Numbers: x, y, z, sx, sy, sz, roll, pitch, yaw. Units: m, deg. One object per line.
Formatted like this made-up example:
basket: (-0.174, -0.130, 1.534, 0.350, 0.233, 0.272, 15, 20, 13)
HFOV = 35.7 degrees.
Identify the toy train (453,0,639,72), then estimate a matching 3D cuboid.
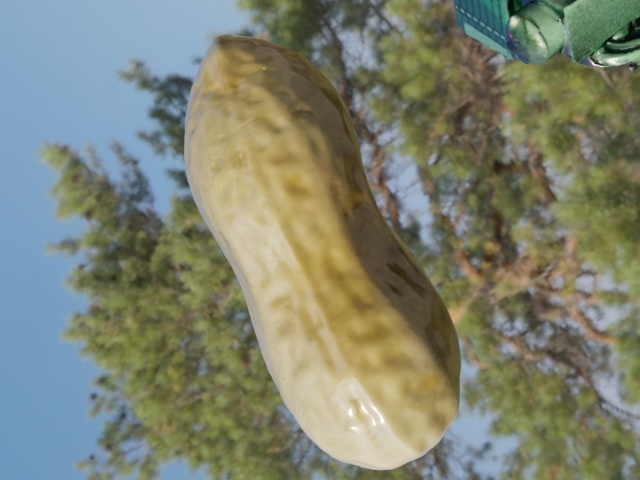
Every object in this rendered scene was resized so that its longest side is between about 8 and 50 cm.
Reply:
toy train: (0.217, -0.214, 0.702, 0.154, 0.269, 0.115, 41, 164, 42)

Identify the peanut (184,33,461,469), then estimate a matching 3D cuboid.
peanut: (0.000, 0.000, 0.591, 0.274, 0.111, 0.125, 68, -163, 8)
